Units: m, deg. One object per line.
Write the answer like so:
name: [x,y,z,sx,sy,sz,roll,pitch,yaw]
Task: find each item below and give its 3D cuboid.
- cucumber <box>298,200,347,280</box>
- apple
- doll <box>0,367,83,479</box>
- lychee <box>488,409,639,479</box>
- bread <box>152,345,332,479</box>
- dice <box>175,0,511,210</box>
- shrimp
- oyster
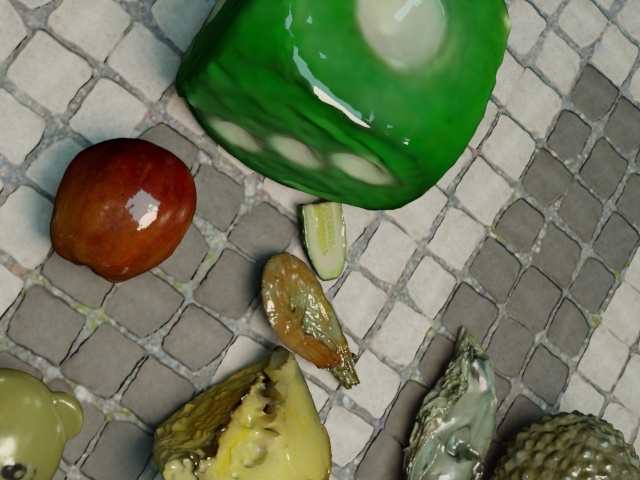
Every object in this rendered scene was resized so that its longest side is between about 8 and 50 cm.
cucumber: [0.000,0.000,1.184,0.067,0.035,0.108,-11,99,-35]
apple: [-0.229,-0.034,1.013,0.156,0.147,0.158,24,65,4]
doll: [-0.398,0.200,0.930,0.260,0.161,0.177,27,98,-20]
lychee: [0.356,0.374,1.221,0.255,0.255,0.275,0,104,-24]
bread: [-0.093,0.279,1.068,0.204,0.162,0.262,61,35,-8]
dice: [0.022,-0.224,1.059,0.297,0.300,0.287,29,74,-20]
shrimp: [-0.016,0.114,1.153,0.217,0.051,0.115,59,45,-20]
oyster: [0.172,0.268,1.228,0.199,0.087,0.252,-15,102,-34]
